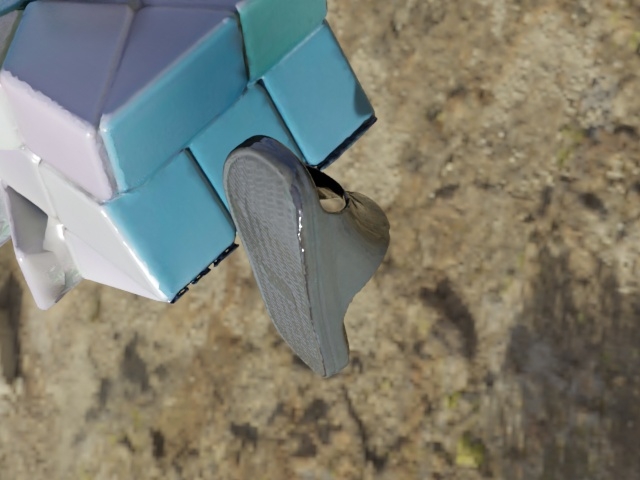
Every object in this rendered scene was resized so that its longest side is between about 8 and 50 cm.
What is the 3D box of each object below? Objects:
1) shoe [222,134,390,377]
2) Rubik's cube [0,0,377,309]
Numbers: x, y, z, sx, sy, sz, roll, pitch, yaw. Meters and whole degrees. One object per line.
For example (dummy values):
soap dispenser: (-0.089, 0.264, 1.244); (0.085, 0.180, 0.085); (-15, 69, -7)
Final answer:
shoe: (0.000, 0.000, 0.973); (0.108, 0.093, 0.241); (43, 156, 36)
Rubik's cube: (-0.178, -0.140, 1.147); (0.368, 0.387, 0.358); (34, 151, 27)
